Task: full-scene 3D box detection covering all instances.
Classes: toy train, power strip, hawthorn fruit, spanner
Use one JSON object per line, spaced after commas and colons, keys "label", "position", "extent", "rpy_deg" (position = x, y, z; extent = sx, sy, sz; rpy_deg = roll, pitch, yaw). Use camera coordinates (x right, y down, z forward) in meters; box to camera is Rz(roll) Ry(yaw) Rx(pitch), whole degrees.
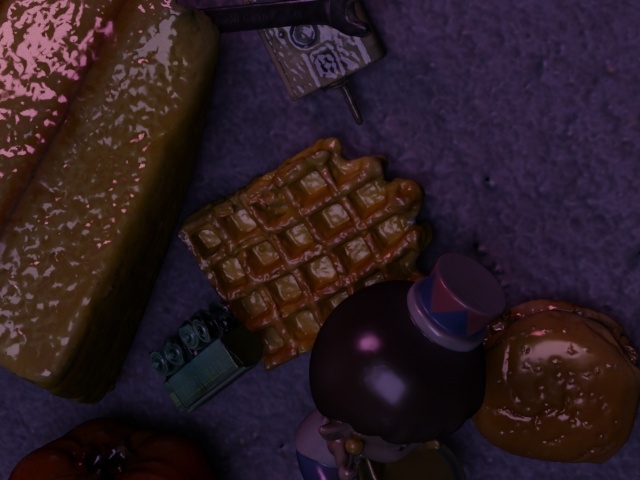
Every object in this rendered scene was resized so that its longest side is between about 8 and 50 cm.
{"label": "toy train", "position": [-0.105, 0.104, 1.378], "extent": [0.071, 0.038, 0.148], "rpy_deg": [51, 144, 1]}
{"label": "power strip", "position": [-0.024, -0.218, 1.290], "extent": [0.092, 0.034, 0.268], "rpy_deg": [-23, 99, 21]}
{"label": "hawthorn fruit", "position": [-0.190, 0.297, 1.421], "extent": [0.208, 0.207, 0.243], "rpy_deg": [10, 122, 13]}
{"label": "spanner", "position": [-0.062, -0.187, 1.284], "extent": [0.255, 0.015, 0.054], "rpy_deg": [0, 114, 33]}

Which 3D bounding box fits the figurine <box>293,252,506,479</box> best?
{"label": "figurine", "position": [0.066, 0.128, 1.271], "extent": [0.158, 0.161, 0.275], "rpy_deg": [27, 139, 14]}

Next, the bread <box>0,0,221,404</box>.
{"label": "bread", "position": [-0.221, -0.064, 1.369], "extent": [0.233, 0.245, 0.361], "rpy_deg": [30, 86, 10]}

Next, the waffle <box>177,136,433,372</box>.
{"label": "waffle", "position": [0.000, 0.000, 1.339], "extent": [0.211, 0.055, 0.160], "rpy_deg": [-30, 97, 23]}

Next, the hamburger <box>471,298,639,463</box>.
{"label": "hamburger", "position": [0.200, 0.120, 1.306], "extent": [0.147, 0.083, 0.138], "rpy_deg": [8, 109, 10]}
